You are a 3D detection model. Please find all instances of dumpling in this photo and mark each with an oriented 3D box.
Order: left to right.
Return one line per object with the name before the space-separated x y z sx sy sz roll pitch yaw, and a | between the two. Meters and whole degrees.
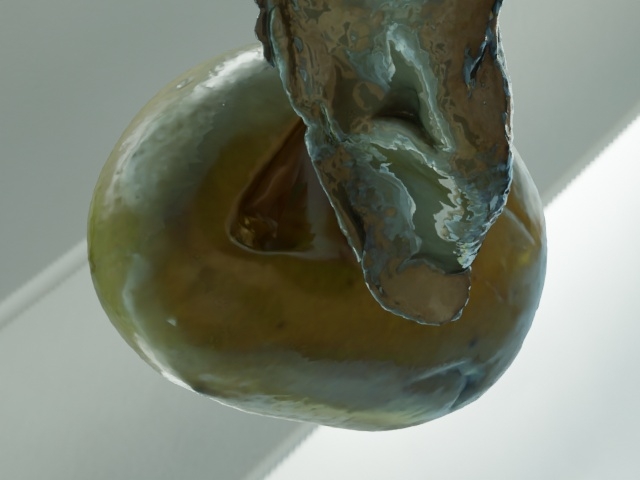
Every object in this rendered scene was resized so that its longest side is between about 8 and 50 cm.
dumpling | 0.048 -0.115 0.696 0.166 0.086 0.332 -13 -77 -58

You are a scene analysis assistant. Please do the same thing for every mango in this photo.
mango | 0.000 0.000 0.905 0.365 0.182 0.253 -12 -100 -51
